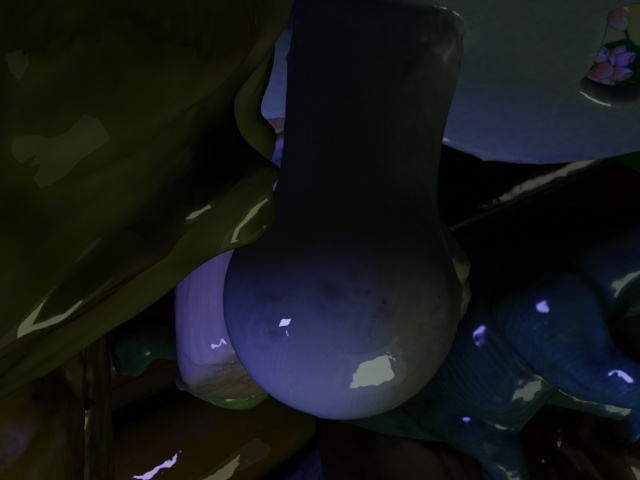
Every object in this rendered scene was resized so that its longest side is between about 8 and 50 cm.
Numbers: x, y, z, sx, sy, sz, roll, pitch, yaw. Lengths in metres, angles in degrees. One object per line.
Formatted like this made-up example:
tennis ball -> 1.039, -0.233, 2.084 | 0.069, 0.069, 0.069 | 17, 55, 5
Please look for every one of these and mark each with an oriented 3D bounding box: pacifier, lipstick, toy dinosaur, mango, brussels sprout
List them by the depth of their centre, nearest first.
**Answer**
brussels sprout -> -0.171, -0.046, 0.508 | 0.328, 0.247, 0.328 | -35, 175, -4
pacifier -> 0.018, -0.050, 0.686 | 0.299, 0.233, 0.244 | 7, 162, 0
toy dinosaur -> 0.071, 0.027, 1.098 | 0.383, 0.331, 0.129 | -58, -177, 37
lipstick -> 0.000, 0.000, 1.216 | 0.418, 0.077, 0.077 | -24, 165, 13
mango -> -0.107, 0.196, 1.672 | 0.251, 0.114, 0.156 | -25, 162, 13

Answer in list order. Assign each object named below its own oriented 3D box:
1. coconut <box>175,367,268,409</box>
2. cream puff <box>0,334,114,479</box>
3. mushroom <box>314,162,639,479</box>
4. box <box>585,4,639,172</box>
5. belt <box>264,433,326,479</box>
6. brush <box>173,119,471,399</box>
coconut -> -0.067, 0.088, 1.420 | 0.096, 0.088, 0.088 | -30, 164, 7
cream puff -> -0.234, 0.121, 0.962 | 0.257, 0.291, 0.324 | 1, -177, -3
mushroom -> 0.174, 0.121, 1.315 | 0.362, 0.362, 0.294 | -24, -175, 8
box -> 0.155, -0.095, 0.926 | 0.235, 0.034, 0.132 | 27, 144, -19
belt -> -0.003, 0.265, 1.753 | 0.184, 0.164, 0.289 | -31, -163, 27
brush -> -0.011, -0.006, 1.010 | 0.174, 0.166, 0.266 | -22, 167, 0
